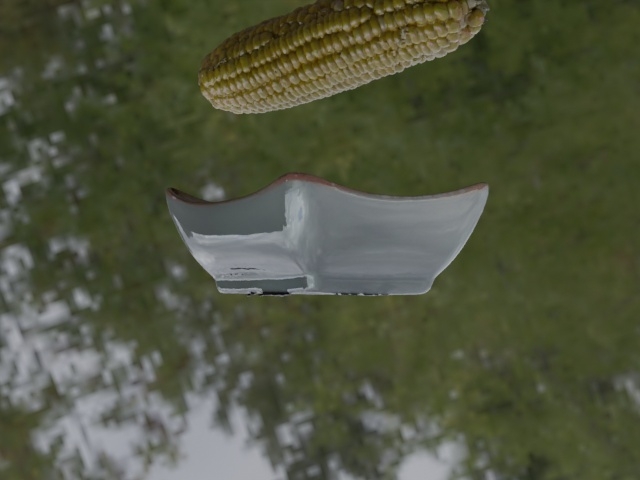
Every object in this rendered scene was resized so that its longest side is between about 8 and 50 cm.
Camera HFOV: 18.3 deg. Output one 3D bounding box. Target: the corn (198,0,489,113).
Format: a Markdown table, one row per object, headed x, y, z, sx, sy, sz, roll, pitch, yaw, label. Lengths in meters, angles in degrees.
| x | y | z | sx | sy | sz | roll | pitch | yaw | label |
| --- | --- | --- | --- | --- | --- | --- | --- | --- | --- |
| 0.014 | -0.186 | 1.848 | 0.292 | 0.101 | 0.101 | -15 | -164 | 27 | corn |

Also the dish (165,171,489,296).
| x | y | z | sx | sy | sz | roll | pitch | yaw | label |
| --- | --- | --- | --- | --- | --- | --- | --- | --- | --- |
| 0.000 | 0.000 | 1.330 | 0.151 | 0.077 | 0.212 | 2 | 177 | -28 | dish |
